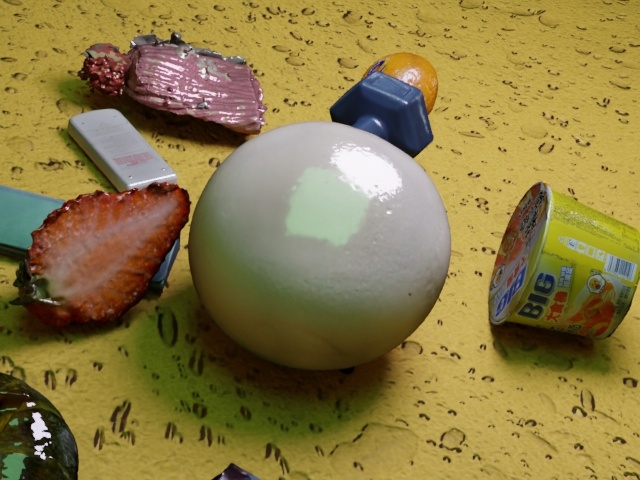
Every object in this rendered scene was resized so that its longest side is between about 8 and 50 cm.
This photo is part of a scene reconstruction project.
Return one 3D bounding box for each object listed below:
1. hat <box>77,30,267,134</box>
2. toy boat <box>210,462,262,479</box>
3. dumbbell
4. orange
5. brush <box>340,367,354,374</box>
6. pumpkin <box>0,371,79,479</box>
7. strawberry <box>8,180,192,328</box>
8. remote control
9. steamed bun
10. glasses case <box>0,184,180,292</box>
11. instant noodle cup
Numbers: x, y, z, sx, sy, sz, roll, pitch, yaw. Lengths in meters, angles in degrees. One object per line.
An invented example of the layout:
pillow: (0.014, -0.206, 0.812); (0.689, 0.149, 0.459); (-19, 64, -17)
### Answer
hat: (-0.221, -0.250, 2.105); (0.286, 0.107, 0.236); (9, 27, -14)
toy boat: (-0.125, 0.337, 1.367); (0.142, 0.129, 0.309); (53, 45, 2)
dumbbell: (0.038, -0.122, 1.992); (0.144, 0.156, 0.316); (-2, 26, 32)
orange: (0.124, -0.233, 2.179); (0.117, 0.135, 0.135); (35, 27, -29)
brush: (0.029, 0.139, 1.756); (0.024, 0.008, 0.083); (2, 38, -10)
pumpkin: (-0.351, 0.242, 1.376); (0.238, 0.159, 0.238); (-1, 54, 2)
strawberry: (-0.282, 0.011, 1.707); (0.236, 0.175, 0.107); (-12, 22, -36)
remote control: (-0.287, -0.127, 1.988); (0.088, 0.029, 0.190); (-17, 46, -34)
steamed bun: (0.000, 0.000, 1.691); (0.324, 0.206, 0.324); (2, 64, -4)
glasses case: (-0.320, -0.010, 1.804); (0.266, 0.056, 0.105); (14, 36, 1)
instant noodle cup: (0.329, 0.034, 1.842); (0.153, 0.205, 0.205); (16, 36, -6)
